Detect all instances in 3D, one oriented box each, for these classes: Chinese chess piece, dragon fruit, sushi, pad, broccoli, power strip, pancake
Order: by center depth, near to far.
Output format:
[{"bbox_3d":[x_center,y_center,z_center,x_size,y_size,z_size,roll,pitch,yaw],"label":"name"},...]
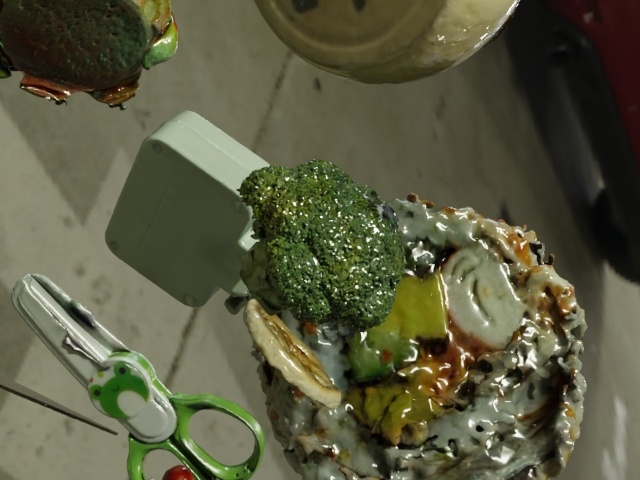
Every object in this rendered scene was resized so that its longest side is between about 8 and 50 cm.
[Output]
[{"bbox_3d":[0.051,-0.252,1.021,0.104,0.257,0.257,-11,88,-49],"label":"Chinese chess piece"},{"bbox_3d":[0.000,0.000,1.032,0.146,0.138,0.162,26,47,-43],"label":"broccoli"},{"bbox_3d":[-0.367,0.106,1.211,0.330,0.220,0.004,32,77,-40],"label":"pad"},{"bbox_3d":[-0.032,0.118,1.360,0.151,0.025,0.151,44,7,-6],"label":"pancake"},{"bbox_3d":[0.113,0.135,1.484,0.176,0.418,0.417,76,7,-76],"label":"sushi"},{"bbox_3d":[-0.138,0.002,1.626,0.261,0.229,0.141,35,42,4],"label":"power strip"},{"bbox_3d":[-0.332,-0.301,1.707,0.295,0.268,0.130,19,44,-37],"label":"dragon fruit"}]

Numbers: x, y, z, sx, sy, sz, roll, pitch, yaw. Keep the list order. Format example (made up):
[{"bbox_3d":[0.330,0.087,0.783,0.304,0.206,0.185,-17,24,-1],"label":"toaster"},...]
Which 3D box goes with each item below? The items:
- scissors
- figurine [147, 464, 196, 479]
[{"bbox_3d":[-0.133,0.101,0.872,0.204,0.101,0.027,46,14,-7],"label":"scissors"},{"bbox_3d":[-0.100,0.377,1.441,0.186,0.176,0.287,-29,80,-33],"label":"figurine"}]
